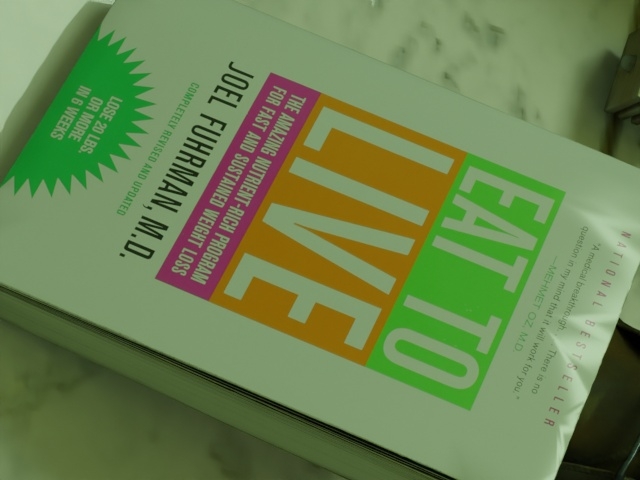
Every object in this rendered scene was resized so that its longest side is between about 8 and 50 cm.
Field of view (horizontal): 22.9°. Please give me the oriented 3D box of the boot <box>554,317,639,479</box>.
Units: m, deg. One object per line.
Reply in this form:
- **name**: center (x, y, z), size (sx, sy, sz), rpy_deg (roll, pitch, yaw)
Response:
- **boot**: center (0.085, 0.041, 0.419), size (0.219, 0.106, 0.082), rpy_deg (44, 61, -18)

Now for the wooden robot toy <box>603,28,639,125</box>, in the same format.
- **wooden robot toy**: center (0.163, -0.001, 0.502), size (0.173, 0.076, 0.079), rpy_deg (27, 79, -25)

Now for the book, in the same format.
- **book**: center (0.000, 0.000, 0.380), size (0.144, 0.035, 0.096), rpy_deg (23, 65, 8)
